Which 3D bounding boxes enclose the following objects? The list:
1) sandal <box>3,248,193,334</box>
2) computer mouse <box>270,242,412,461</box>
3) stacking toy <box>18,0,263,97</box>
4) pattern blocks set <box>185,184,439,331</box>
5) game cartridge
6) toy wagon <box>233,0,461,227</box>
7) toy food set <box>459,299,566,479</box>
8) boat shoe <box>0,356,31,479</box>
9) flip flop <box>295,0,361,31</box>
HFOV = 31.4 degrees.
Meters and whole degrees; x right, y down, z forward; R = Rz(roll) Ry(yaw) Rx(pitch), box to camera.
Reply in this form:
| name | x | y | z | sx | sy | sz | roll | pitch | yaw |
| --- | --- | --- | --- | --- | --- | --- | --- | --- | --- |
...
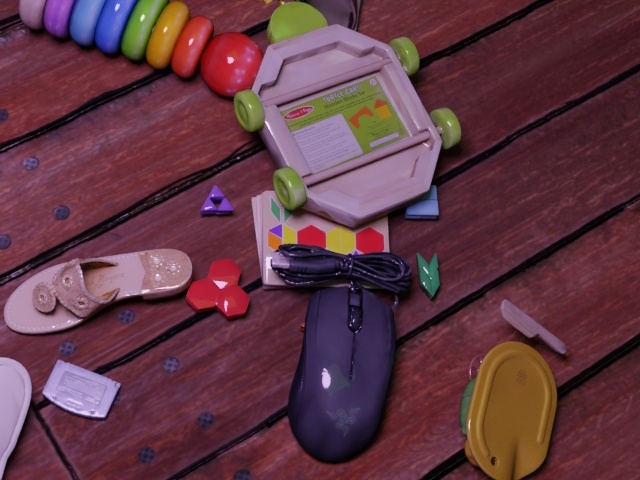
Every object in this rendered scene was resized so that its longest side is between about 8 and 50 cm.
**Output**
| name | x | y | z | sx | sy | sz | roll | pitch | yaw |
| --- | --- | --- | --- | --- | --- | --- | --- | --- | --- |
| sandal | -0.278 | 0.045 | 1.401 | 0.240 | 0.079 | 0.088 | -13 | 65 | -8 |
| computer mouse | 0.025 | 0.134 | 1.404 | 0.189 | 0.072 | 0.272 | 7 | 75 | -13 |
| stacking toy | -0.233 | -0.287 | 1.553 | 0.330 | 0.141 | 0.141 | 26 | 65 | -3 |
| pattern blocks set | 0.000 | 0.000 | 1.508 | 0.325 | 0.026 | 0.285 | 10 | 66 | -5 |
| game cartridge | -0.292 | 0.184 | 1.386 | 0.083 | 0.017 | 0.056 | 22 | 61 | 1 |
| toy wagon | 0.018 | -0.192 | 1.526 | 0.267 | 0.068 | 0.344 | -22 | 76 | -23 |
| toy food set | 0.229 | 0.201 | 1.441 | 0.128 | 0.071 | 0.217 | 29 | 64 | -22 |
| boat shoe | -0.435 | 0.279 | 1.294 | 0.099 | 0.116 | 0.319 | 4 | 65 | 41 |
| flip flop | 0.006 | -0.340 | 1.633 | 0.112 | 0.080 | 0.277 | 8 | 65 | -6 |
